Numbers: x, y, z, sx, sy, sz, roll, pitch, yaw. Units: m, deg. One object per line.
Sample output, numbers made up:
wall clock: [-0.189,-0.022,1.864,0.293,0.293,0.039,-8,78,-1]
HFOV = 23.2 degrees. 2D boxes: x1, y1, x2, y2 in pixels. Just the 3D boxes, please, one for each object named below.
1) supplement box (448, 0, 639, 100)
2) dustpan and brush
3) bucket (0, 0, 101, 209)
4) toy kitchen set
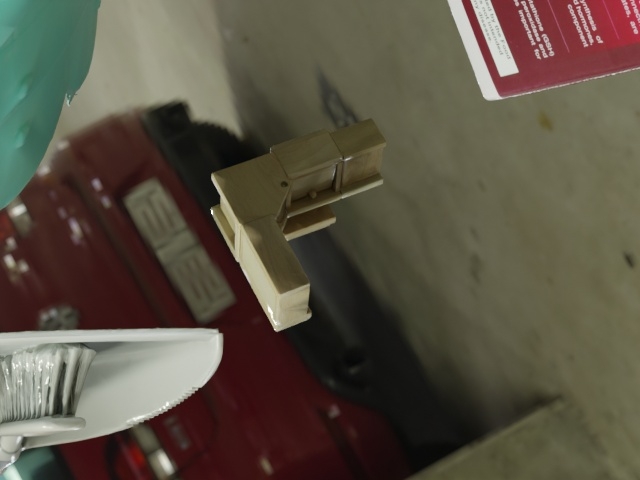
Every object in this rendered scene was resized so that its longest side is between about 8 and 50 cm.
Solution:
supplement box: [0.127,-0.134,0.556,0.239,0.073,0.130,-4,109,64]
dustpan and brush: [-0.151,0.089,0.784,0.211,0.147,0.060,-23,70,60]
bucket: [-0.177,-0.132,0.410,0.281,0.281,0.183,59,152,18]
toy kitchen set: [0.000,0.000,0.739,0.075,0.083,0.068,60,161,28]
